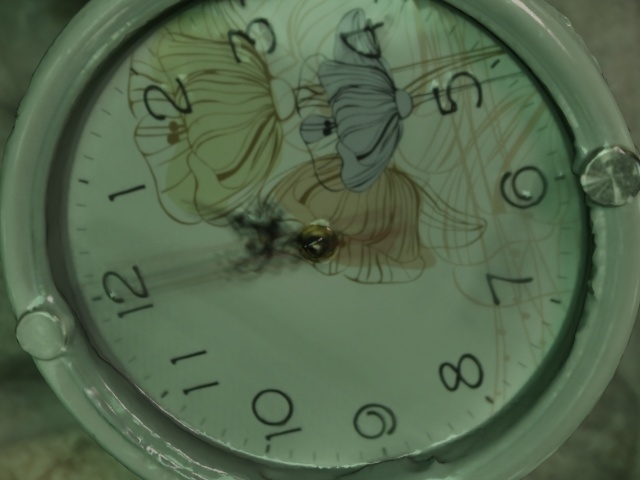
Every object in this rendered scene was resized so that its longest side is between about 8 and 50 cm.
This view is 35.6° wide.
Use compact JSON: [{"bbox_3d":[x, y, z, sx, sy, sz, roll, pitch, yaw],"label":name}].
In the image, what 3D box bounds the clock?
[{"bbox_3d":[0.000,0.000,0.377,0.237,0.053,0.236,2,109,7],"label":"clock"}]
